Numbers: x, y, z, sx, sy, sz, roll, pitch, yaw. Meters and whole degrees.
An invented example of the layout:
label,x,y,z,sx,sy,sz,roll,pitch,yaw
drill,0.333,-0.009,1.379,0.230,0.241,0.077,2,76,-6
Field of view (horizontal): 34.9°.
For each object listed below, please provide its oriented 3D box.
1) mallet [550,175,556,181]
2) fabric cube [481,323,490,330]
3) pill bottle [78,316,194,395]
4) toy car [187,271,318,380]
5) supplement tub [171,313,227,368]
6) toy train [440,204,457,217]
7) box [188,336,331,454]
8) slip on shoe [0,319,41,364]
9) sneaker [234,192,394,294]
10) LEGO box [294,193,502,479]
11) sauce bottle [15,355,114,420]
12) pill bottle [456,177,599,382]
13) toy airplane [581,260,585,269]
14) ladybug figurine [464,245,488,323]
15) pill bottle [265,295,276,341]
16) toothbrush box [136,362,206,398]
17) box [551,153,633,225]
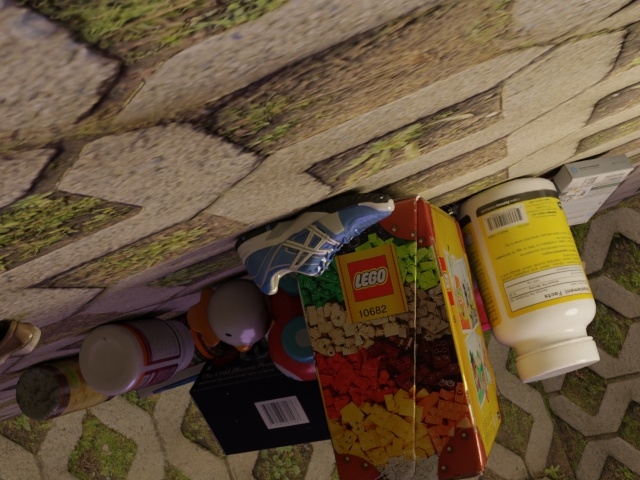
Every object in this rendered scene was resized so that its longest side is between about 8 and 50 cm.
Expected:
label,x,y,z,sx,sy,sz,roll,pitch,yaw
mallet,0.417,-0.104,1.920,0.189,0.039,0.062,-7,162,-43
fabric cube,0.282,0.148,2.609,0.258,0.254,0.259,-21,173,9
pill bottle,-0.316,0.198,1.788,0.121,0.121,0.221,-22,173,18
toy car,-0.102,0.138,1.697,0.238,0.210,0.219,-8,164,5
supplement tub,-0.260,0.199,2.049,0.198,0.106,0.106,-23,173,21
toy train,0.189,-0.029,1.852,0.036,0.027,0.158,-11,169,-36
box,-0.041,0.250,2.081,0.343,0.179,0.312,-14,-155,24
slip on shoe,-0.411,0.130,1.312,0.041,0.051,0.135,35,148,-31
sneaker,0.000,0.000,1.285,0.211,0.081,0.080,-23,171,15
LEGO box,0.134,0.147,1.551,0.193,0.373,0.500,-13,174,12
sauce bottle,-0.483,0.289,2.099,0.111,0.111,0.344,-22,175,18
pill bottle,0.373,0.073,1.805,0.187,0.334,0.188,-14,166,-4
toy airplane,0.567,0.070,3.035,0.386,0.272,0.384,15,164,6
ladybug figurine,0.340,0.066,2.144,0.305,0.162,0.449,-44,-179,1
pill bottle,0.024,0.103,1.906,0.272,0.152,0.152,-22,173,11
toothbrush box,-0.289,0.260,2.375,0.216,0.126,0.295,-22,175,15
box,0.484,-0.087,1.928,0.145,0.038,0.186,-11,151,-23
